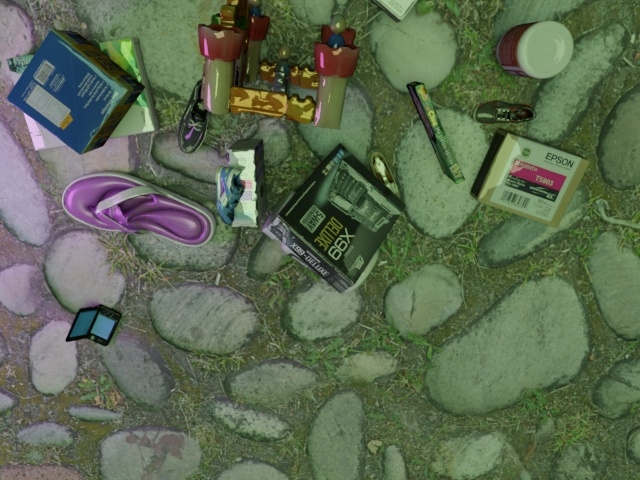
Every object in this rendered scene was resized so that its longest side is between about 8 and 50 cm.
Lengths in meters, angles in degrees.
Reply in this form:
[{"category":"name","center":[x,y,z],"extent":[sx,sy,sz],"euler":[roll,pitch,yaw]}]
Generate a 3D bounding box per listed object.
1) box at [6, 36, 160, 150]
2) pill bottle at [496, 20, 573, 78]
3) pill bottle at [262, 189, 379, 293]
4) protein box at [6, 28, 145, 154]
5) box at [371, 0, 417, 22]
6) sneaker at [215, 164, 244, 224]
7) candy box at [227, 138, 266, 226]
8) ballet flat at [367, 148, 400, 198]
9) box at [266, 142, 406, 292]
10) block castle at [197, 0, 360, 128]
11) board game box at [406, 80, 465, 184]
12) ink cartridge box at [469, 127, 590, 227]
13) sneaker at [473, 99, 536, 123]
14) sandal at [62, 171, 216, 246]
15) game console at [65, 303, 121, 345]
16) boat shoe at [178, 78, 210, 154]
[{"category":"box","center":[-0.593,-0.367,1.395],"extent":[0.322,0.058,0.232],"euler":[-9,109,2]},{"category":"pill bottle","center":[0.483,-0.441,1.278],"extent":[0.121,0.216,0.121],"euler":[0,109,0]},{"category":"pill bottle","center":[0.000,0.000,1.461],"extent":[0.283,0.161,0.161],"euler":[36,105,-11]},{"category":"protein box","center":[-0.570,-0.348,1.301],"extent":[0.201,0.136,0.200],"euler":[39,104,-12]},{"category":"box","center":[0.213,-0.675,1.269],"extent":[0.169,0.087,0.290],"euler":[35,106,-11]},{"category":"sneaker","center":[-0.213,-0.105,1.310],"extent":[0.059,0.053,0.144],"euler":[3,110,8]},{"category":"candy box","center":[-0.185,-0.149,1.409],"extent":[0.070,0.165,0.196],"euler":[0,108,2]},{"category":"ballet flat","center":[0.167,-0.162,1.461],"extent":[0.057,0.052,0.168],"euler":[-25,107,6]},{"category":"box","center":[0.048,-0.061,1.368],"extent":[0.242,0.307,0.076],"euler":[43,144,-7]},{"category":"block castle","center":[-0.077,-0.405,1.177],"extent":[0.303,0.453,0.212],"euler":[8,116,-1]},{"category":"board game box","center":[0.286,-0.272,1.380],"extent":[0.030,0.136,0.259],"euler":[-26,107,5]},{"category":"ink cartridge box","center":[0.541,-0.162,1.441],"extent":[0.235,0.088,0.193],"euler":[17,109,-5]},{"category":"sneaker","center":[0.469,-0.324,1.397],"extent":[0.158,0.065,0.061],"euler":[-4,109,2]},{"category":"sandal","center":[-0.486,-0.080,1.468],"extent":[0.417,0.102,0.169],"euler":[11,108,-3]},{"category":"game console","center":[-0.656,0.254,1.599],"extent":[0.107,0.071,0.122],"euler":[27,107,-8]},{"category":"boat shoe","center":[-0.320,-0.314,1.407],"extent":[0.075,0.065,0.206],"euler":[22,108,-7]}]
